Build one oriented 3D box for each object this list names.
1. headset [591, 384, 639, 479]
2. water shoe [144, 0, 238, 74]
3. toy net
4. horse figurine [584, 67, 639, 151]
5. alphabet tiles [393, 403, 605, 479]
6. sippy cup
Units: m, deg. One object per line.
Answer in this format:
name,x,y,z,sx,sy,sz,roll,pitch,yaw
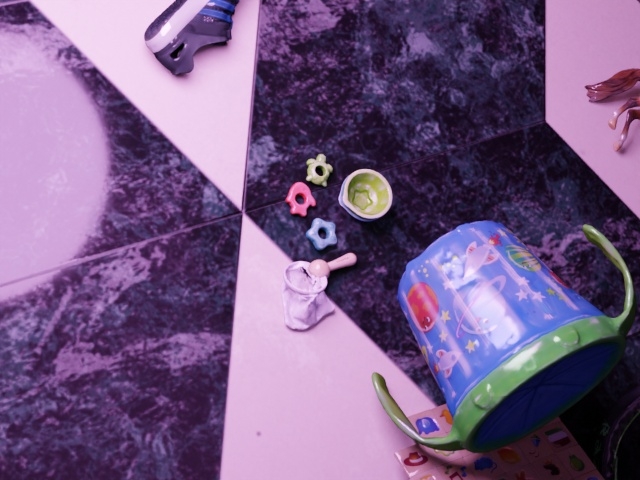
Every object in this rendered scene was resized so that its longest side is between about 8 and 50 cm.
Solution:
headset,0.563,0.306,1.492,0.394,0.185,0.244,1,88,-8
water shoe,-0.142,-0.292,1.463,0.203,0.073,0.080,-46,117,-22
toy net,0.000,0.000,1.440,0.122,0.045,0.232,30,66,-13
horse figurine,0.520,-0.167,1.696,0.263,0.066,0.174,47,69,-7
alphabet tiles,0.220,0.278,1.420,0.237,0.009,0.198,-15,52,-25
sippy cup,0.216,0.105,1.396,0.305,0.240,0.224,-18,60,-26
